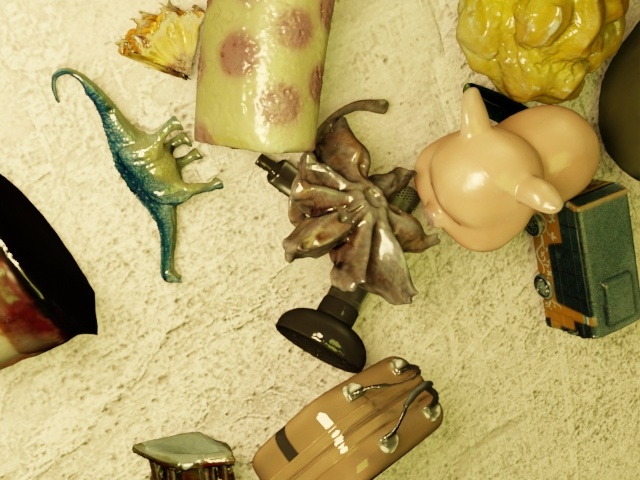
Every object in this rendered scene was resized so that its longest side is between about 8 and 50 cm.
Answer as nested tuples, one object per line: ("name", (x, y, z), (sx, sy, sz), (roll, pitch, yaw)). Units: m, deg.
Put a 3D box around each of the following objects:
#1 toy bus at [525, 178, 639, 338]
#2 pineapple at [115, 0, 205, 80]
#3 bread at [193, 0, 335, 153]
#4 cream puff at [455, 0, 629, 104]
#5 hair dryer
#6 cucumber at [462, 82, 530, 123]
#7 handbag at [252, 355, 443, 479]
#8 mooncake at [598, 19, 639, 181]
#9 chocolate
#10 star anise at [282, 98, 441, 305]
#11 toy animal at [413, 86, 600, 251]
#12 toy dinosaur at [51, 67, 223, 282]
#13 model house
("toy bus", (0.479, 0.032, 1.669), (0.138, 0.167, 0.275), (-20, 109, -22))
("pineapple", (-0.216, -0.283, 1.321), (0.137, 0.069, 0.116), (-34, 112, -18))
("bread", (-0.080, -0.296, 1.309), (0.155, 0.187, 0.338), (-2, 102, -54))
("cream puff", (0.385, -0.388, 1.485), (0.291, 0.257, 0.324), (-5, 94, -23))
("hair dryer", (-0.012, 0.015, 1.489), (0.284, 0.156, 0.320), (23, 76, -8))
("cucumber", (0.349, -0.213, 1.623), (0.284, 0.056, 0.056), (25, 89, -31))
("handbag", (0.069, 0.288, 1.422), (0.302, 0.283, 0.149), (-15, 66, -52))
("mooncake", (0.668, -0.255, 1.601), (0.194, 0.356, 0.356), (11, 95, -28))
("chocolate", (-0.439, 0.052, 1.186), (0.186, 0.283, 0.283), (-37, 114, 1))
("star anise", (0.053, -0.044, 1.394), (0.359, 0.139, 0.316), (-27, 90, -44))
("toy animal", (0.311, -0.112, 1.498), (0.326, 0.269, 0.237), (-31, 74, -7))
("toy dinosaur", (-0.242, -0.110, 1.339), (0.147, 0.076, 0.363), (-31, 116, -10))
("model house", (-0.196, 0.384, 1.430), (0.106, 0.165, 0.152), (-20, 111, -39))
